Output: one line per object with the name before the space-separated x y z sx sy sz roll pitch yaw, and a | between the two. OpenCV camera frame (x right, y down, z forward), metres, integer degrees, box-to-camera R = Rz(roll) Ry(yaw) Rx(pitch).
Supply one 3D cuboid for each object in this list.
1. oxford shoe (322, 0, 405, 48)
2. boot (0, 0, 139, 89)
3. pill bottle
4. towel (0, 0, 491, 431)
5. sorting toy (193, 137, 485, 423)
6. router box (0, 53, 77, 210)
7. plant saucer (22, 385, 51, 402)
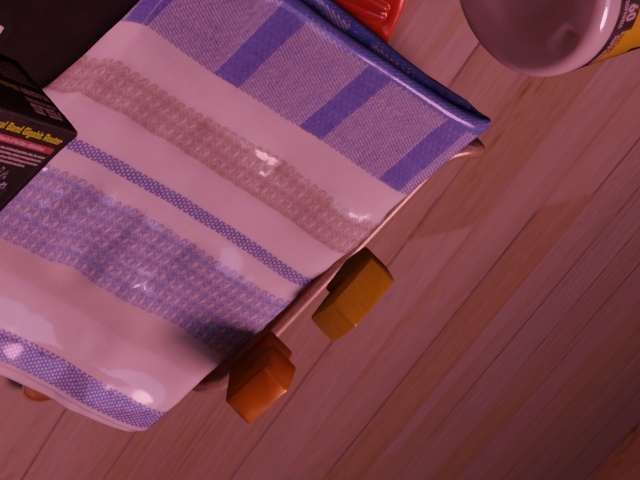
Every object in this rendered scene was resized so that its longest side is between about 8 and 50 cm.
oxford shoe | -0.024 -0.085 0.777 0.096 0.098 0.271 15 129 -18
boot | -0.179 -0.090 0.478 0.284 0.138 0.377 -44 162 11
pill bottle | 0.196 -0.183 0.956 0.208 0.119 0.119 -22 152 -40
towel | -0.083 -0.016 0.739 0.209 0.034 0.285 31 121 -32
sorting toy | 0.000 0.000 0.920 0.229 0.041 0.307 -42 -170 7
router box | -0.139 -0.022 0.449 0.092 0.038 0.122 -43 167 8
plant saucer | -0.166 0.074 0.986 0.083 0.015 0.083 -34 157 -17
